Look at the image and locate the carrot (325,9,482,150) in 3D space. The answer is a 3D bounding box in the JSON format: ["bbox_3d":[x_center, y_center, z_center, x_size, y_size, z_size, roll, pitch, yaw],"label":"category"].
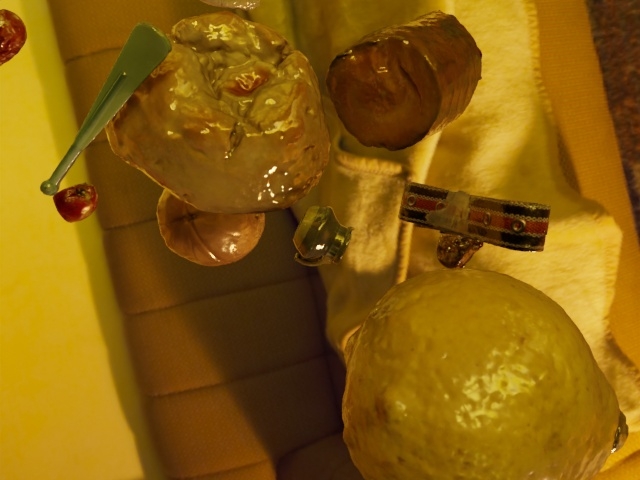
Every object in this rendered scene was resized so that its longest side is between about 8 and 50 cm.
[{"bbox_3d":[0.182,-0.326,1.299,0.241,0.340,0.242,16,121,28],"label":"carrot"}]

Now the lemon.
[{"bbox_3d":[0.209,0.216,0.872,0.387,0.350,0.350,17,127,16],"label":"lemon"}]

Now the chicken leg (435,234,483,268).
[{"bbox_3d":[0.399,-0.014,1.640,0.087,0.251,0.107,45,153,33],"label":"chicken leg"}]

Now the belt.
[{"bbox_3d":[0.285,-0.047,1.220,0.359,0.126,0.094,18,95,61],"label":"belt"}]

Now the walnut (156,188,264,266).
[{"bbox_3d":[-0.169,-0.042,1.010,0.197,0.165,0.165,7,-113,-83],"label":"walnut"}]

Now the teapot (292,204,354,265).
[{"bbox_3d":[0.000,0.000,1.450,0.166,0.119,0.130,-59,7,41],"label":"teapot"}]

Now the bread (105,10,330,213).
[{"bbox_3d":[-0.105,-0.140,0.669,0.245,0.244,0.134,63,155,24],"label":"bread"}]

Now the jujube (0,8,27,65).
[{"bbox_3d":[-0.745,-0.462,1.453,0.176,0.109,0.112,-15,131,29],"label":"jujube"}]

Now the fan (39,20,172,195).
[{"bbox_3d":[-0.203,-0.115,0.588,0.193,0.038,0.016,-50,7,15],"label":"fan"}]

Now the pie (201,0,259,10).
[{"bbox_3d":[-0.188,-0.525,1.191,0.052,0.185,0.218,134,140,-66],"label":"pie"}]

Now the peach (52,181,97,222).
[{"bbox_3d":[-0.402,-0.057,1.049,0.083,0.077,0.050,-25,86,47],"label":"peach"}]

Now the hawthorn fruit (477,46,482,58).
[{"bbox_3d":[0.398,-0.501,1.722,0.077,0.077,0.077,40,138,51],"label":"hawthorn fruit"}]
